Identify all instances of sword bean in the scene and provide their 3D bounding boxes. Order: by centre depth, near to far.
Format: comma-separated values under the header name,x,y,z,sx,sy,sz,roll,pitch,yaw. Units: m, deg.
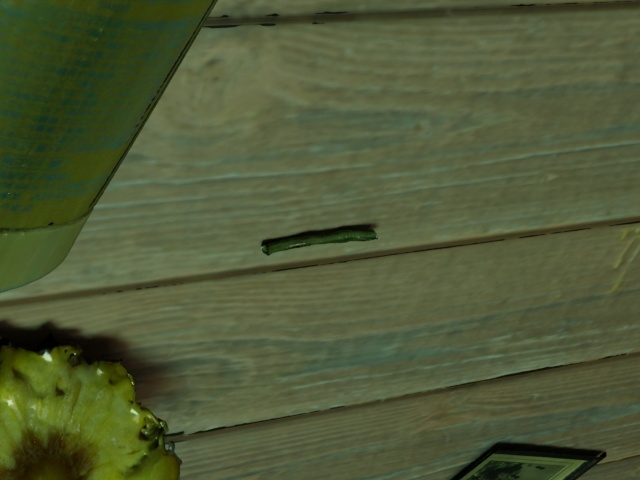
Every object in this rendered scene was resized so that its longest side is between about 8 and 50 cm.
name,x,y,z,sx,sy,sz,roll,pitch,yaw
sword bean,0.000,0.000,0.880,0.083,0.012,0.012,-8,144,-22

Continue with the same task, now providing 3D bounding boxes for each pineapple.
name,x,y,z,sx,sy,sz,roll,pitch,yaw
pineapple,-0.191,0.164,0.855,0.225,0.224,0.076,6,171,-39

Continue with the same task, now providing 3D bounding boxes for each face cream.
name,x,y,z,sx,sy,sz,roll,pitch,yaw
face cream,-0.144,-0.072,0.632,0.139,0.067,0.285,5,136,-36

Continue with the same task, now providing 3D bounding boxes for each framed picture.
name,x,y,z,sx,sy,sz,roll,pitch,yaw
framed picture,0.176,0.273,1.380,0.195,0.010,0.199,13,132,-44
